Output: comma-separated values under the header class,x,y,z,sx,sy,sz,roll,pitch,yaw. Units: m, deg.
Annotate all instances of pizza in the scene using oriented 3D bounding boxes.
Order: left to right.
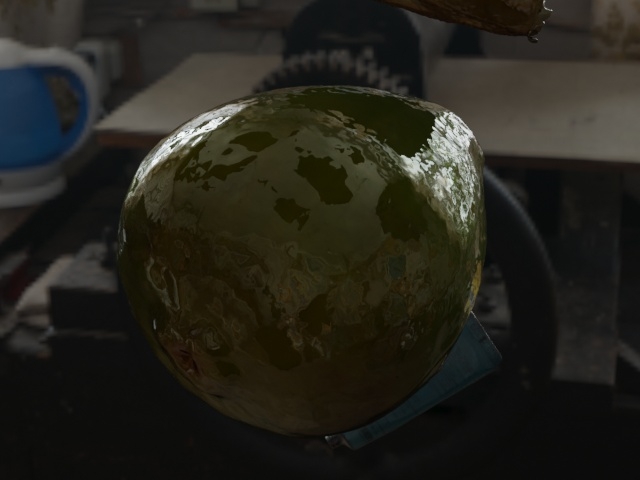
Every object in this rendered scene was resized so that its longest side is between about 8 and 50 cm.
class,x,y,z,sx,sy,sz,roll,pitch,yaw
pizza,0.086,-0.168,0.838,0.182,0.063,0.161,22,2,39

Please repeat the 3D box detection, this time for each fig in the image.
class,x,y,z,sx,sy,sz,roll,pitch,yaw
fig,-0.005,0.008,0.775,0.207,0.207,0.230,11,23,25

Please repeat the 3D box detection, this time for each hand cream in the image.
class,x,y,z,sx,sy,sz,roll,pitch,yaw
hand cream,0.100,0.171,1.526,0.224,0.083,0.048,-34,9,2
